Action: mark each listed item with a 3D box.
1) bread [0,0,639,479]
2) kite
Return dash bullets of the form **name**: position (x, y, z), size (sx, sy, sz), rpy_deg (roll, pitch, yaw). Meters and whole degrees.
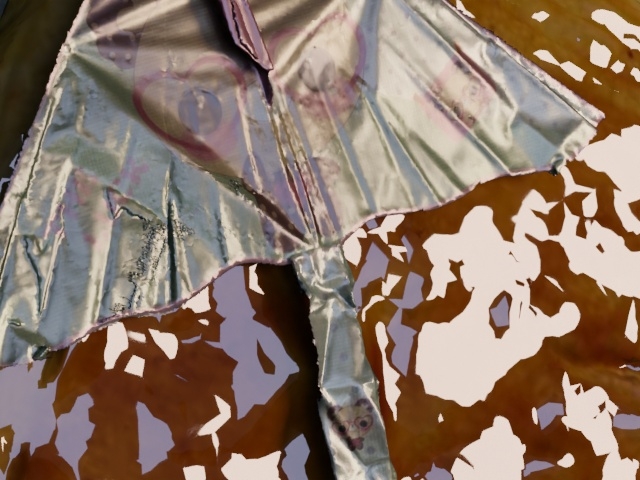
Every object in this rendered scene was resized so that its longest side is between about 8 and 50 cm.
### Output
- **bread**: position (-0.014, 0.025, 0.645), size (0.277, 0.167, 0.324), rpy_deg (22, 72, -27)
- **kite**: position (-0.001, 0.000, 0.553), size (0.229, 0.012, 0.250), rpy_deg (-17, 93, -29)
